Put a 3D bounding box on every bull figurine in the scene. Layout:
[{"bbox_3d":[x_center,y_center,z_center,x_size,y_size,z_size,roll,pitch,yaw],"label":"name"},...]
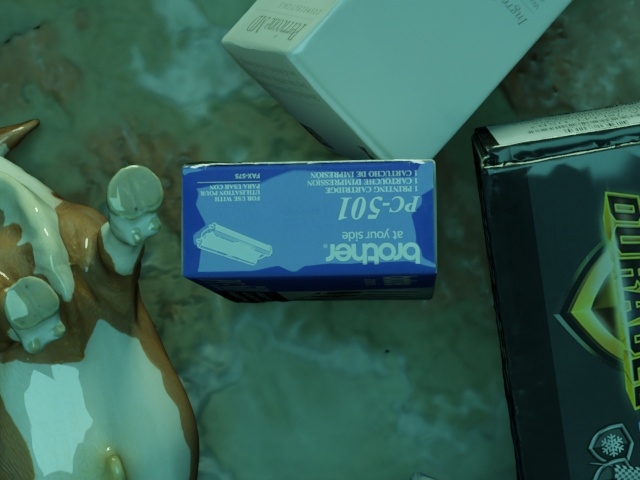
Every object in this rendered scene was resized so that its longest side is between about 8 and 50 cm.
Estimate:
[{"bbox_3d":[-0.109,0.063,0.856,0.101,0.188,0.310,-21,91,-19],"label":"bull figurine"}]

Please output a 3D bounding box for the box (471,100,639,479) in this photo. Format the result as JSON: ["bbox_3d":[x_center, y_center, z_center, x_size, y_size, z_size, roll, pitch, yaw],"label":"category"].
[{"bbox_3d":[0.229,0.075,0.843,0.293,0.073,0.296,-8,103,3],"label":"box"}]

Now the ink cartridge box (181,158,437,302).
[{"bbox_3d":[0.000,0.000,0.830,0.097,0.207,0.046,-1,85,3],"label":"ink cartridge box"}]

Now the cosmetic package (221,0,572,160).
[{"bbox_3d":[0.070,-0.142,0.871,0.085,0.117,0.231,44,84,-19],"label":"cosmetic package"}]

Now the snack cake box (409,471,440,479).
[{"bbox_3d":[0.127,0.222,0.797,0.264,0.089,0.152,23,105,-5],"label":"snack cake box"}]
